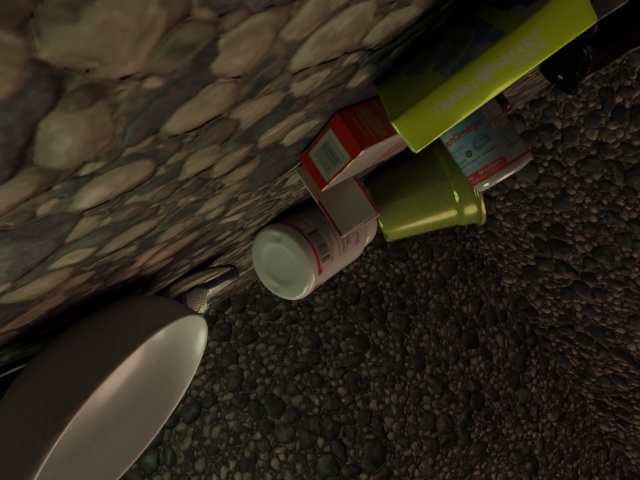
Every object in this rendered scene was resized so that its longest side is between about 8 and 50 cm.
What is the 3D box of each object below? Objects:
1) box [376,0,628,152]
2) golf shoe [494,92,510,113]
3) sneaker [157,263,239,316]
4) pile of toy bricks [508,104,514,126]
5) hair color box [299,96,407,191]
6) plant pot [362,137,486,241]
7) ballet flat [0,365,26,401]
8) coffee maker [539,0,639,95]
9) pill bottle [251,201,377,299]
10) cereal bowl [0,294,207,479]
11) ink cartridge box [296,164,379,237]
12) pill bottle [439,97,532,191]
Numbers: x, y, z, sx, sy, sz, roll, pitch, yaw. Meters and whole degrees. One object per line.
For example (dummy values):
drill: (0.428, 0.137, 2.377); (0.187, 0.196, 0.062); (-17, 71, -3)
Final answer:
box: (0.135, -0.160, 0.364); (0.178, 0.042, 0.109); (-35, -152, 21)
golf shoe: (0.418, -0.324, 1.064); (0.086, 0.067, 0.186); (-33, 178, 33)
sneaker: (-0.269, 0.150, 0.830); (0.283, 0.122, 0.110); (-33, 178, -4)
pile of toy bricks: (0.434, -0.322, 1.212); (0.105, 0.118, 0.212); (-1, -179, -25)
hair color box: (0.065, -0.127, 0.512); (0.167, 0.053, 0.093); (-30, 175, -37)
plant pot: (0.260, -0.124, 1.143); (0.253, 0.276, 0.276); (-22, 180, 9)
ballet flat: (-0.443, 0.215, 0.682); (0.073, 0.080, 0.232); (-5, -179, 13)
coffee maker: (0.496, -0.361, 0.730); (0.178, 0.120, 0.171); (-34, 177, 0)
pill bottle: (0.000, 0.000, 0.933); (0.160, 0.160, 0.283); (-35, 177, 41)
cereal bowl: (-0.324, 0.220, 0.617); (0.339, 0.141, 0.339); (-58, 170, -17)
ink cartridge box: (0.032, -0.066, 0.616); (0.063, 0.109, 0.150); (-35, 178, 8)
pill bottle: (0.211, -0.155, 0.592); (0.087, 0.160, 0.087); (-34, 177, -2)
